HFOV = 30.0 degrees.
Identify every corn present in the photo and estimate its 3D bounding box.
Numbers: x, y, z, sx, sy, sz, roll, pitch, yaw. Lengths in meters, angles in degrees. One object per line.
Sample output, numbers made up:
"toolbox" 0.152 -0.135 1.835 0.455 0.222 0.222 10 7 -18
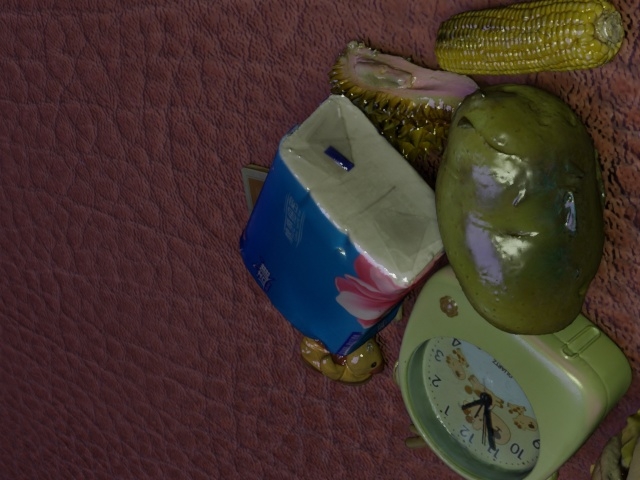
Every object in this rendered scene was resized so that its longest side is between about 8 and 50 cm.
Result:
"corn" 0.192 -0.191 1.128 0.203 0.072 0.072 3 115 48

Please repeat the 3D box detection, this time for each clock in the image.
"clock" 0.191 0.173 1.338 0.235 0.096 0.308 41 138 21

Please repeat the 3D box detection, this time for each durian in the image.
"durian" 0.087 -0.137 1.267 0.224 0.078 0.140 11 122 46

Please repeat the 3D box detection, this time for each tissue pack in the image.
"tissue pack" 0.017 -0.004 1.311 0.209 0.137 0.269 50 157 8

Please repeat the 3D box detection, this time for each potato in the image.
"potato" 0.196 -0.028 1.148 0.143 0.169 0.248 -147 47 -74

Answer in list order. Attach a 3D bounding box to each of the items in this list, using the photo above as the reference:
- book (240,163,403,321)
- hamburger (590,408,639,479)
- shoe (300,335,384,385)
"book" -0.001 0.000 1.500 0.242 0.018 0.170 14 123 42
"hamburger" 0.370 0.277 1.065 0.176 0.300 0.300 -42 80 35
"shoe" 0.023 0.146 1.523 0.109 0.072 0.069 28 137 34
